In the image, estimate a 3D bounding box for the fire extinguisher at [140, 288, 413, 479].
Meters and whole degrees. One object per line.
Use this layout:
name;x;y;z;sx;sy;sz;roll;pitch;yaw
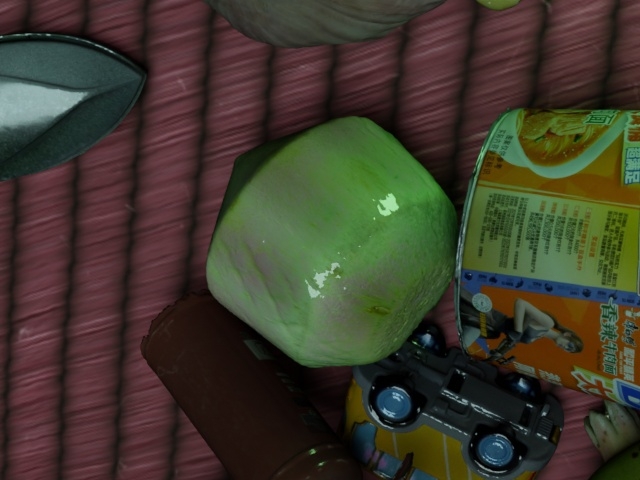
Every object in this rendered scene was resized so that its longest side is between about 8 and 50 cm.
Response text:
fire extinguisher;-0.028;0.177;1.661;0.147;0.106;0.337;-48;57;10

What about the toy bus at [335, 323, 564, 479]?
toy bus;0.115;0.181;1.706;0.209;0.126;0.136;26;122;4

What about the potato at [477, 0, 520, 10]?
potato;0.167;-0.261;1.565;0.096;0.066;0.103;34;120;18

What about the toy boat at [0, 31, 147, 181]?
toy boat;-0.321;-0.126;1.726;0.320;0.092;0.141;-12;105;10

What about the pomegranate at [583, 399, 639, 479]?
pomegranate;0.314;0.240;1.662;0.180;0.180;0.209;-43;65;23

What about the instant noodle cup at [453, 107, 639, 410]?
instant noodle cup;0.249;0.014;1.539;0.214;0.296;0.296;9;111;19

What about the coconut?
coconut;0.000;0.000;1.628;0.236;0.205;0.235;24;127;36

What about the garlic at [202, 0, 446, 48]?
garlic;-0.005;-0.301;1.478;0.317;0.259;0.317;23;138;23
